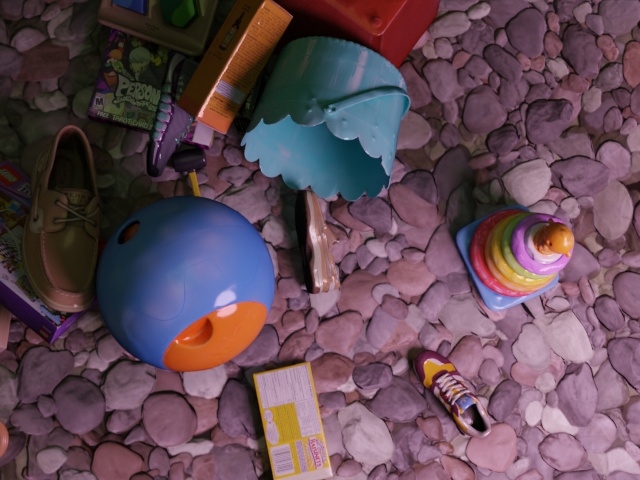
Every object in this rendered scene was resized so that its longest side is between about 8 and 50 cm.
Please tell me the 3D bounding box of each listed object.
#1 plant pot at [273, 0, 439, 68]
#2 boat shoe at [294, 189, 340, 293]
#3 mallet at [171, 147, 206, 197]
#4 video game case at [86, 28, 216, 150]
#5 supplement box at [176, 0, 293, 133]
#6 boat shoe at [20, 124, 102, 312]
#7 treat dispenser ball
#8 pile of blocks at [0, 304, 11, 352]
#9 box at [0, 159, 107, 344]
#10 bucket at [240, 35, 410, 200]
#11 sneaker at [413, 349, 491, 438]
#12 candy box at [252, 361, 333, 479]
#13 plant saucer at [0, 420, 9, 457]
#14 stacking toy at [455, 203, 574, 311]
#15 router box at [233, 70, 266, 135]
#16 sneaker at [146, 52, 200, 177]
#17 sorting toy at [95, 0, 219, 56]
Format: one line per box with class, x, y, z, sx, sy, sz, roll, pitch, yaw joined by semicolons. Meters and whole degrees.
plant pot;0.061;-0.438;1.467;0.267;0.236;0.267;35;80;1
boat shoe;0.000;0.000;1.490;0.072;0.068;0.190;-7;92;-19
mallet;-0.214;-0.078;1.491;0.062;0.039;0.190;-20;88;-5
video game case;-0.288;-0.296;1.508;0.232;0.042;0.210;15;81;-3
supplement box;-0.145;-0.304;1.384;0.078;0.080;0.233;39;102;43
boat shoe;-0.423;-0.044;1.352;0.121;0.110;0.341;6;51;-33
treat dispenser ball;-0.218;0.070;1.338;0.288;0.288;0.288;1;82;-6
pile of blocks;-0.638;0.042;1.408;0.112;0.149;0.362;-33;73;33
box;-0.494;0.013;1.380;0.293;0.057;0.201;40;41;1
bucket;0.015;-0.207;1.415;0.281;0.281;0.183;18;72;-3
sneaker;0.240;0.270;1.458;0.069;0.084;0.185;-40;88;-10
candy box;-0.050;0.326;1.450;0.105;0.027;0.206;-10;83;-10
plant saucer;-0.578;0.343;1.401;0.083;0.013;0.084;1;82;-5
stacking toy;0.364;0.010;1.398;0.165;0.302;0.175;-23;84;-8
router box;-0.126;-0.246;1.477;0.038;0.122;0.092;15;80;3
sneaker;-0.243;-0.214;1.443;0.098;0.083;0.224;13;88;-15
sorting toy;-0.231;-0.448;1.439;0.307;0.041;0.229;21;98;7
